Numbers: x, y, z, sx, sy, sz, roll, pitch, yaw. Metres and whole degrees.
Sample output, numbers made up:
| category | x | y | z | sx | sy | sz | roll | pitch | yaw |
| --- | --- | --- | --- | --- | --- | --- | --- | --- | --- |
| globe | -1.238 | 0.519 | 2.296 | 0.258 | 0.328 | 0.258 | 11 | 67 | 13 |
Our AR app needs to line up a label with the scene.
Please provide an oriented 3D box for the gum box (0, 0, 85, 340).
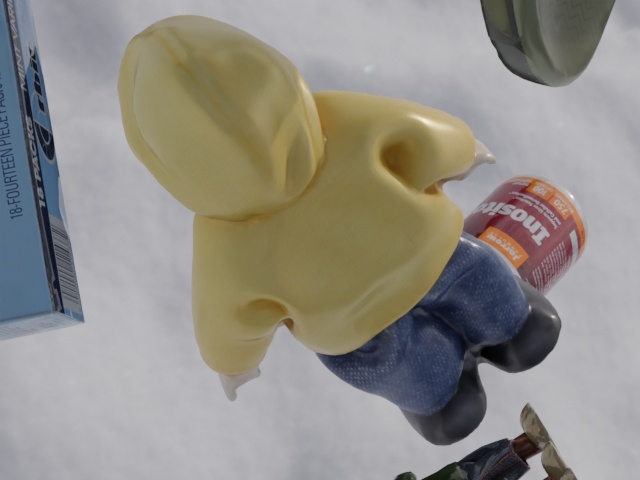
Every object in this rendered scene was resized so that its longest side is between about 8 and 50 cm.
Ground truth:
| category | x | y | z | sx | sy | sz | roll | pitch | yaw |
| --- | --- | --- | --- | --- | --- | --- | --- | --- | --- |
| gum box | -0.186 | -0.030 | 0.569 | 0.184 | 0.041 | 0.157 | -12 | 80 | 5 |

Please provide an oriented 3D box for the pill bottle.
| category | x | y | z | sx | sy | sz | roll | pitch | yaw |
| --- | --- | --- | --- | --- | --- | --- | --- | --- | --- |
| pill bottle | 0.131 | 0.020 | 1.224 | 0.086 | 0.086 | 0.152 | 54 | 48 | -7 |

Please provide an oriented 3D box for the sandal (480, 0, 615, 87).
| category | x | y | z | sx | sy | sz | roll | pitch | yaw |
| --- | --- | --- | --- | --- | --- | --- | --- | --- | --- |
| sandal | 0.147 | -0.177 | 0.515 | 0.086 | 0.303 | 0.120 | 39 | 14 | 23 |

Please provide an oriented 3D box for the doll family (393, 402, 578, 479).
| category | x | y | z | sx | sy | sz | roll | pitch | yaw |
| --- | --- | --- | --- | --- | --- | --- | --- | --- | --- |
| doll family | 0.048 | 0.124 | 0.552 | 0.111 | 0.193 | 0.076 | -31 | 91 | 3 |

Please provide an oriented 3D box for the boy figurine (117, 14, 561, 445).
| category | x | y | z | sx | sy | sz | roll | pitch | yaw |
| --- | --- | --- | --- | --- | --- | --- | --- | --- | --- |
| boy figurine | 0.000 | 0.000 | 0.786 | 0.177 | 0.092 | 0.285 | -47 | 131 | 4 |
